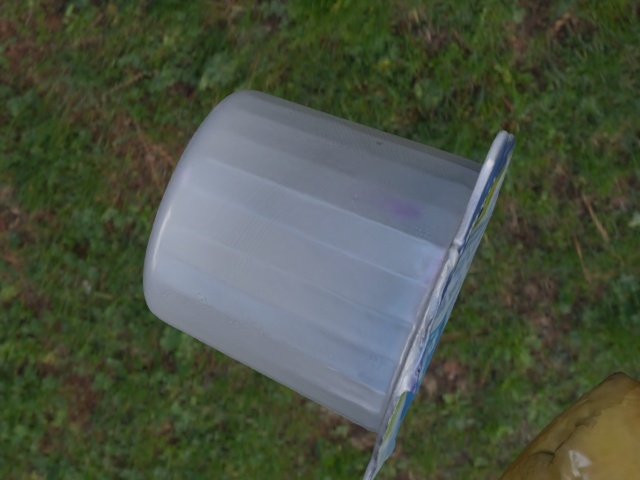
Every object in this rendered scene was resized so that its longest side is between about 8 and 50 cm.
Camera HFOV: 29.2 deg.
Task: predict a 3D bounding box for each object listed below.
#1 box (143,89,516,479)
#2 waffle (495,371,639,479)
[{"bbox_3d":[0.000,0.000,0.854,0.206,0.262,0.291,21,149,9],"label":"box"},{"bbox_3d":[0.136,0.276,0.552,0.077,0.348,0.304,-7,145,-30],"label":"waffle"}]
